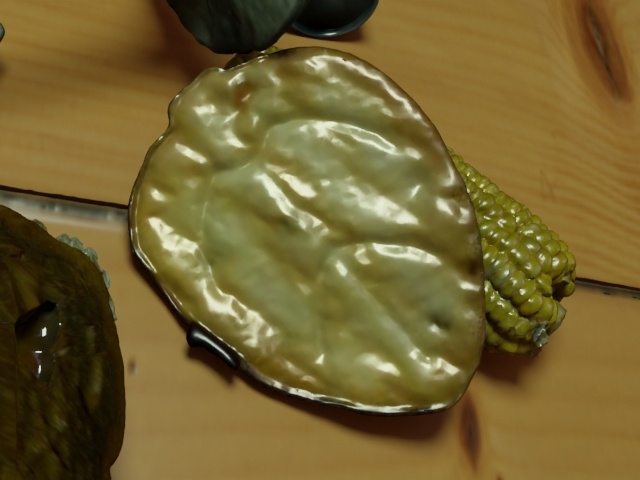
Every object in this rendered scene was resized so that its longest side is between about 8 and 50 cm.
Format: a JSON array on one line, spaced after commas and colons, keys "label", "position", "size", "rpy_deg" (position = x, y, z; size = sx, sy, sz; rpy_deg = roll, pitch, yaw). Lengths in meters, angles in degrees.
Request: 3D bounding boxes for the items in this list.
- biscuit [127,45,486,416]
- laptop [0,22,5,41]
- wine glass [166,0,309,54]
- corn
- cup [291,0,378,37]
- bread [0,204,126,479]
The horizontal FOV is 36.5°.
[{"label": "biscuit", "position": [-0.001, 0.001, 0.606], "size": [0.203, 0.041, 0.260], "rpy_deg": [-41, 88, -2]}, {"label": "laptop", "position": [-0.344, -0.126, 0.554], "size": [0.269, 0.015, 0.187], "rpy_deg": [30, 63, -16]}, {"label": "wine glass", "position": [-0.210, -0.170, 0.487], "size": [0.406, 0.267, 0.267], "rpy_deg": [-15, 68, -34]}, {"label": "corn", "position": [0.046, -0.033, 0.668], "size": [0.292, 0.101, 0.101], "rpy_deg": [36, 53, 5]}, {"label": "cup", "position": [-0.010, -0.212, 0.767], "size": [0.100, 0.078, 0.077], "rpy_deg": [-13, 57, 3]}, {"label": "bread", "position": [-0.180, 0.073, 0.443], "size": [0.192, 0.110, 0.209], "rpy_deg": [34, 41, -48]}]
